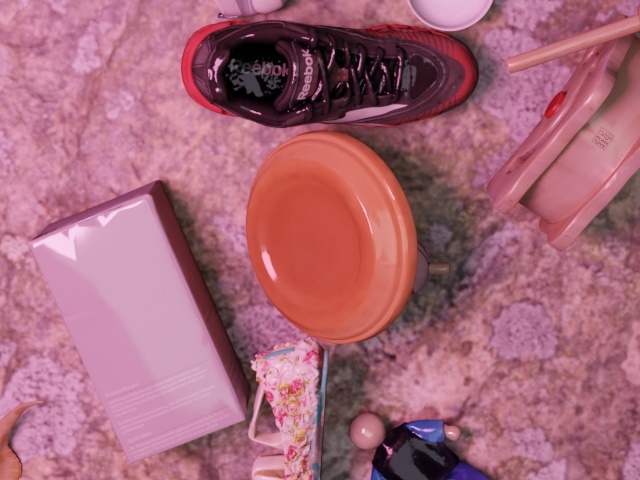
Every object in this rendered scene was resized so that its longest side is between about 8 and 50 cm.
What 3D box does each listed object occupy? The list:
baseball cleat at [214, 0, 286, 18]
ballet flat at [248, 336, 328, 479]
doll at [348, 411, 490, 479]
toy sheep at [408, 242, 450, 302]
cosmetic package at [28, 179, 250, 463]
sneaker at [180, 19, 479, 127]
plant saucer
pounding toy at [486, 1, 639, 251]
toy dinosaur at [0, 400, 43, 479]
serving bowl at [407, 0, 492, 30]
[{"bbox_3d":[-0.087,-0.303,1.205,0.109,0.072,0.205,-9,101,2],"label":"baseball cleat"},{"bbox_3d":[-0.030,0.198,1.290,0.077,0.091,0.241,0,115,0],"label":"ballet flat"},{"bbox_3d":[0.103,0.239,1.330,0.189,0.046,0.129,40,98,-8],"label":"doll"},{"bbox_3d":[0.056,0.022,1.265,0.132,0.091,0.091,4,102,16],"label":"toy sheep"},{"bbox_3d":[-0.167,0.075,1.270,0.127,0.107,0.238,-20,98,4],"label":"cosmetic package"},{"bbox_3d":[0.012,-0.148,1.203,0.276,0.135,0.097,2,100,-5],"label":"sneaker"},{"bbox_3d":[0.000,0.000,1.224,0.200,0.037,0.200,12,109,39],"label":"plant saucer"},{"bbox_3d":[0.228,-0.133,1.206,0.155,0.154,0.269,33,122,-6],"label":"pounding toy"},{"bbox_3d":[-0.341,0.216,1.332,0.093,0.053,0.183,16,109,-19],"label":"toy dinosaur"},{"bbox_3d":[0.120,-0.237,1.240,0.083,0.027,0.083,0,100,2],"label":"serving bowl"}]
